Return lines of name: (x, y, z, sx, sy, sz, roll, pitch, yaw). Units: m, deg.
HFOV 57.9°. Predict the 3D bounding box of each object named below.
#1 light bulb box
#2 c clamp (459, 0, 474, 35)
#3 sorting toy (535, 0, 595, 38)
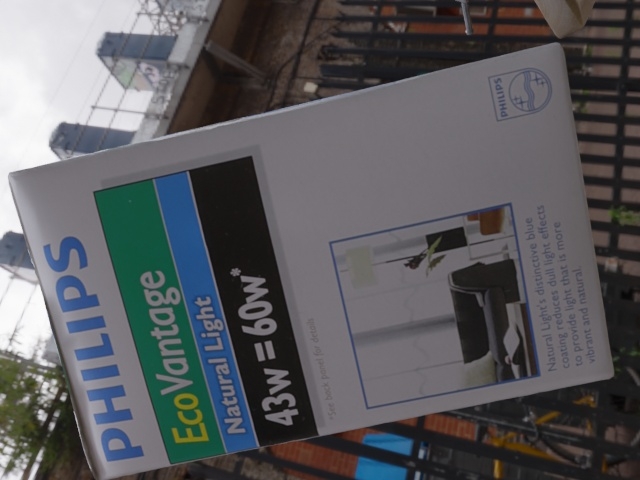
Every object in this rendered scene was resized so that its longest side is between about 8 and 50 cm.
light bulb box: (0.000, 0.000, 0.537, 0.358, 0.361, 0.225, -78, -24, -82)
c clamp: (0.049, -0.228, 0.461, 0.022, 0.161, 0.137, -59, -17, -5)
sorting toy: (0.232, -0.371, 0.541, 0.255, 0.089, 0.257, 49, -127, -20)
